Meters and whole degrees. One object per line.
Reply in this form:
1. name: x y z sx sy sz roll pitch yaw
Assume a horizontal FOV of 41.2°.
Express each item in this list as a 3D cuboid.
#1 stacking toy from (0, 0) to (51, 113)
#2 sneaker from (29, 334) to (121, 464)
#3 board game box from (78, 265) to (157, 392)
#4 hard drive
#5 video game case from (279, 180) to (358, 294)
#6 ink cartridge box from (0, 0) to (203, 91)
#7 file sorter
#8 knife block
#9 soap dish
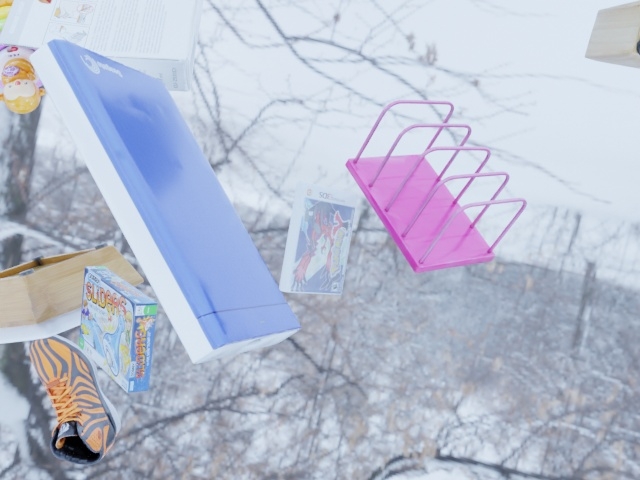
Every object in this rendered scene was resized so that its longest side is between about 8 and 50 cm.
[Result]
1. stacking toy: -0.468 -0.288 1.310 0.175 0.165 0.301 -10 -136 -12
2. sneaker: -0.574 0.373 1.946 0.125 0.321 0.180 -27 -163 14
3. board game box: -0.309 0.129 1.284 0.035 0.136 0.201 0 -167 -36
4. hard drive: -0.142 -0.037 0.838 0.318 0.040 0.210 60 -165 11
5. video game case: 0.000 0.000 1.592 0.023 0.201 0.183 11 -178 35
6. ink cartridge box: -0.313 -0.351 1.279 0.261 0.296 0.066 4 141 -4
7. file sorter: 0.227 -0.114 1.648 0.202 0.182 0.290 -7 -128 -35
8. knife block: 0.509 -0.325 1.326 0.276 0.088 0.242 23 -168 39
9. soap dish: -0.497 0.095 1.525 0.291 0.118 0.229 -8 -169 41
